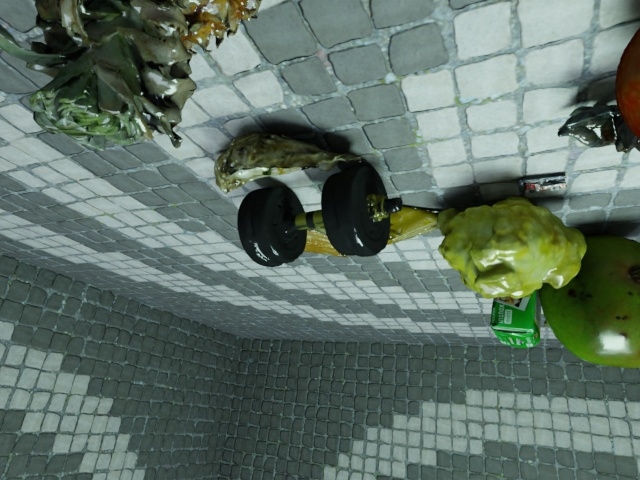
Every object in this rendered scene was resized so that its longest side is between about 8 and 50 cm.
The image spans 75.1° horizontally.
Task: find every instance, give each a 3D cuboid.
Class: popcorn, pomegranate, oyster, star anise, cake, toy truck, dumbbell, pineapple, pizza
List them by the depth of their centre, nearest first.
[{"bbox_3d":[-0.177,-0.217,0.403,0.263,0.271,0.262,6,158,3],"label":"pineapple"},{"bbox_3d":[0.434,-0.156,0.574,0.205,0.180,0.061,5,120,7],"label":"star anise"},{"bbox_3d":[-0.072,-0.155,0.791,0.295,0.093,0.166,-5,175,3],"label":"oyster"},{"bbox_3d":[0.430,-0.112,0.809,0.084,0.024,0.031,-6,132,23],"label":"toy truck"},{"bbox_3d":[0.381,0.011,0.883,0.242,0.234,0.250,28,-179,-24],"label":"popcorn"},{"bbox_3d":[-0.014,-0.044,0.885,0.389,0.184,0.185,-8,153,32],"label":"dumbbell"},{"bbox_3d":[0.193,-0.054,0.998,0.185,0.116,0.079,-25,162,-6],"label":"cake"},{"bbox_3d":[0.631,0.153,0.999,0.217,0.309,0.358,2,151,-2],"label":"pomegranate"},{"bbox_3d":[0.000,0.000,1.178,0.263,0.034,0.181,12,157,-11],"label":"pizza"}]

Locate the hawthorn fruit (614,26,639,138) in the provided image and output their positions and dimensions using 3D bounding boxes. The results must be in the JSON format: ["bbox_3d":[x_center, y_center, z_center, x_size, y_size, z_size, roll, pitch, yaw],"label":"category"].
[{"bbox_3d":[0.467,-0.165,0.379,0.301,0.274,0.275,-2,156,6],"label":"hawthorn fruit"}]

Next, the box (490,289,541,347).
[{"bbox_3d":[0.526,0.146,1.107,0.103,0.249,0.180,0,156,33],"label":"box"}]
